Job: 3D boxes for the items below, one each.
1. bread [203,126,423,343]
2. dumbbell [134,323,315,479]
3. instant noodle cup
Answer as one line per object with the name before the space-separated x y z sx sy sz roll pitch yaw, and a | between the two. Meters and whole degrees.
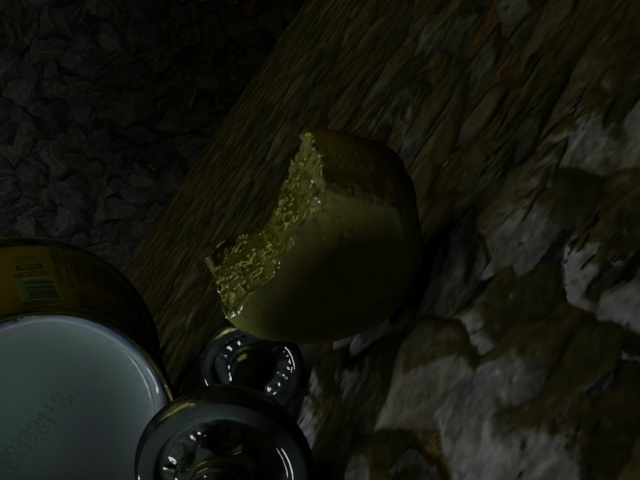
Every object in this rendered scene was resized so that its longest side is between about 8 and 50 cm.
bread | 0.007 0.007 0.574 0.156 0.125 0.086 -52 23 20
dumbbell | -0.055 0.114 0.589 0.110 0.110 0.254 -52 9 15
instant noodle cup | -0.294 0.168 0.860 0.325 0.325 0.254 -58 24 -8
